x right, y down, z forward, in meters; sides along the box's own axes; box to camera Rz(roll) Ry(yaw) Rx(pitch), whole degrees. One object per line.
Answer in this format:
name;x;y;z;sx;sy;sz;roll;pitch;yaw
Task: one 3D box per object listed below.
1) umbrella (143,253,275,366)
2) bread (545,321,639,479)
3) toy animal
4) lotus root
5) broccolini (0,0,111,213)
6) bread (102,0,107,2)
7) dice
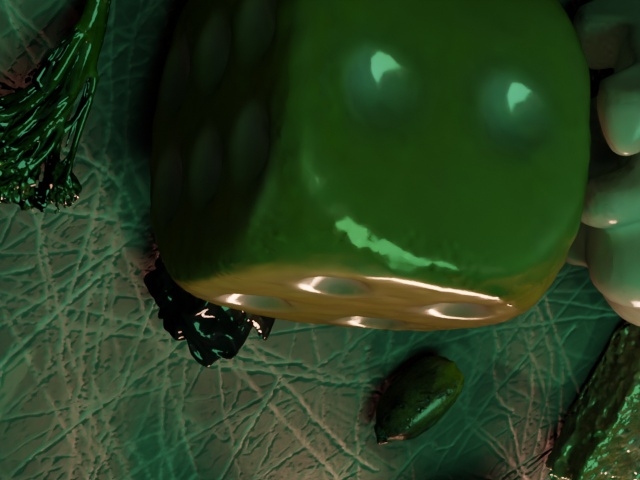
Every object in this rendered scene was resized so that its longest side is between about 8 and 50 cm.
umbrella;-0.001;-0.001;1.296;0.272;0.110;0.122;-21;90;-20
bread;0.295;0.186;1.618;0.172;0.064;0.232;-26;128;-17
toy animal;0.322;-0.026;1.375;0.241;0.196;0.368;2;124;3
lotus root;0.083;0.142;1.468;0.099;0.054;0.049;-43;141;0
broccolini;-0.202;-0.147;1.123;0.123;0.062;0.272;-2;113;-36
bread;-0.001;-0.251;0.950;0.233;0.361;0.245;-18;114;-22
dice;0.028;-0.065;1.130;0.233;0.238;0.227;10;76;-25
